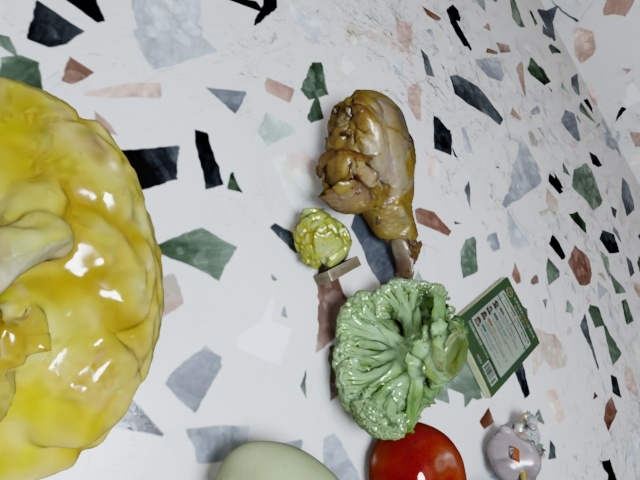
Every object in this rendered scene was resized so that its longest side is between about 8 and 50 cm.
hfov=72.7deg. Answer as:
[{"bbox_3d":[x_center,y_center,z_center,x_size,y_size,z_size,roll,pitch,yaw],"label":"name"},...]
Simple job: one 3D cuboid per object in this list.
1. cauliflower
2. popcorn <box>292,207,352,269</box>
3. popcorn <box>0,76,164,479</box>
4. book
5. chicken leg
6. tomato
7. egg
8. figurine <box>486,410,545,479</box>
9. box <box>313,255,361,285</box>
[{"bbox_3d":[0.166,0.196,0.772,0.273,0.250,0.274,0,75,-32],"label":"cauliflower"},{"bbox_3d":[0.000,0.000,0.824,0.116,0.121,0.106,27,92,17],"label":"popcorn"},{"bbox_3d":[-0.341,0.047,0.445,0.353,0.345,0.389,71,11,-46],"label":"popcorn"},{"bbox_3d":[0.441,0.232,1.087,0.264,0.027,0.201,-26,89,-36],"label":"book"},{"bbox_3d":[0.100,-0.092,0.879,0.295,0.182,0.408,-40,116,-54],"label":"chicken leg"},{"bbox_3d":[0.177,0.426,0.773,0.195,0.136,0.194,12,68,-32],"label":"tomato"},{"bbox_3d":[-0.047,0.394,0.598,0.189,0.189,0.253,-34,91,-37],"label":"egg"},{"bbox_3d":[0.434,0.462,0.960,0.229,0.112,0.137,-21,95,-50],"label":"figurine"},{"bbox_3d":[0.033,0.059,0.851,0.083,0.053,0.024,-22,87,-38],"label":"box"}]
